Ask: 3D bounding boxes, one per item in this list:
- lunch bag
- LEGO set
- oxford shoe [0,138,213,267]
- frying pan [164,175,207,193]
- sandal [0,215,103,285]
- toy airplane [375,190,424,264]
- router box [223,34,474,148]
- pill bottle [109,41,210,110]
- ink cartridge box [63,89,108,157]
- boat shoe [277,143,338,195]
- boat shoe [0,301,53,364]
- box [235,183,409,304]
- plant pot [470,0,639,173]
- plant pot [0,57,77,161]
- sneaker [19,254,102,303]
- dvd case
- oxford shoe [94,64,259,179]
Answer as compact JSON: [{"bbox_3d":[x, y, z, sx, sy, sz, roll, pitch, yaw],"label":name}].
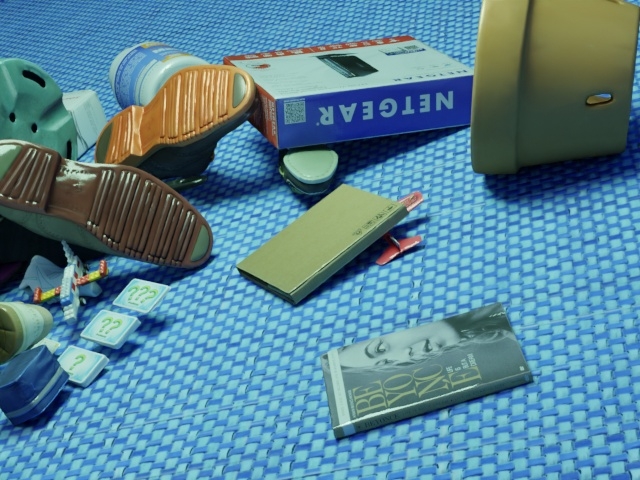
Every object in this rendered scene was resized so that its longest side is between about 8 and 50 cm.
[{"bbox_3d":[-0.361,0.181,1.716,0.067,0.065,0.098,-21,21,33],"label":"lunch bag"},{"bbox_3d":[-0.341,0.094,1.847,0.244,0.060,0.182,11,52,44],"label":"LEGO set"},{"bbox_3d":[-0.322,-0.043,1.960,0.130,0.348,0.123,134,158,-66],"label":"oxford shoe"},{"bbox_3d":[-0.334,-0.061,2.203,0.326,0.053,0.197,-18,24,0],"label":"frying pan"},{"bbox_3d":[-0.523,0.023,2.050,0.446,0.167,0.107,-15,42,7],"label":"sandal"},{"bbox_3d":[0.087,-0.012,1.844,0.151,0.028,0.151,-22,26,12],"label":"toy airplane"},{"bbox_3d":[0.045,-0.243,2.190,0.336,0.082,0.301,-9,22,-17],"label":"router box"},{"bbox_3d":[-0.291,-0.281,2.506,0.152,0.152,0.272,-27,27,-18],"label":"pill bottle"},{"bbox_3d":[-0.517,-0.189,2.544,0.159,0.092,0.218,-4,30,28],"label":"ink cartridge box"},{"bbox_3d":[-0.021,-0.110,2.075,0.081,0.068,0.227,-2,23,-8],"label":"boat shoe"},{"bbox_3d":[-0.493,0.145,1.844,0.302,0.109,0.098,-18,-2,28],"label":"boat shoe"},{"bbox_3d":[0.000,0.000,1.852,0.201,0.021,0.164,-38,27,-16],"label":"box"},{"bbox_3d":[0.323,-0.225,1.868,0.204,0.290,0.291,7,31,11],"label":"plant pot"},{"bbox_3d":[-0.595,-0.146,2.202,0.334,0.341,0.341,-6,28,28],"label":"plant pot"},{"bbox_3d":[-0.375,0.068,1.986,0.152,0.053,0.061,11,62,40],"label":"sneaker"},{"bbox_3d":[0.112,0.141,1.531,0.221,0.018,0.164,-17,25,3],"label":"dvd case"},{"bbox_3d":[-0.204,-0.180,2.179,0.364,0.133,0.130,-17,61,44],"label":"oxford shoe"}]
